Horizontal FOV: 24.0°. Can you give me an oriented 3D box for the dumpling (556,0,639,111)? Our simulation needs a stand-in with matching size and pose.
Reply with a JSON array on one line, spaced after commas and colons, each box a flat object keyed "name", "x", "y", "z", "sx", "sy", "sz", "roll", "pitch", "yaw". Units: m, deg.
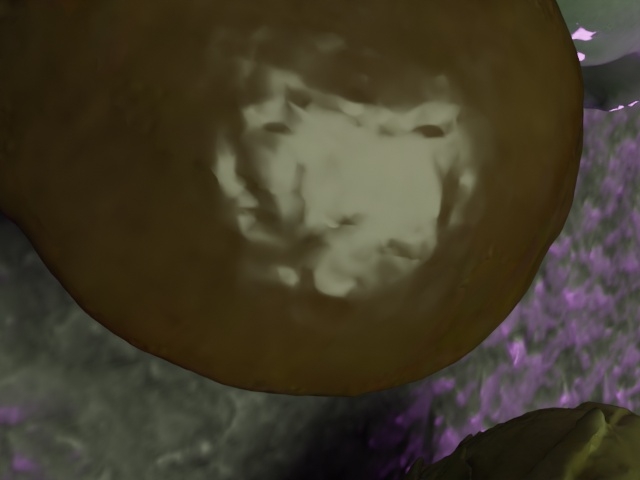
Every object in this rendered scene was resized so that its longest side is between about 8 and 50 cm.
[{"name": "dumpling", "x": 0.098, "y": -0.141, "z": 0.537, "sx": 0.152, "sy": 0.108, "sz": 0.219, "roll": -11, "pitch": 137, "yaw": -14}]

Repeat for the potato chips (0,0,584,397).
[{"name": "potato chips", "x": -0.001, "y": -0.056, "z": 0.412, "sx": 0.208, "sy": 0.062, "sz": 0.195, "roll": 47, "pitch": 59, "yaw": -17}]

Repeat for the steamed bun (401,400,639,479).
[{"name": "steamed bun", "x": 0.067, "y": 0.200, "z": 0.612, "sx": 0.232, "sy": 0.166, "sz": 0.273, "roll": -58, "pitch": 150, "yaw": -41}]
